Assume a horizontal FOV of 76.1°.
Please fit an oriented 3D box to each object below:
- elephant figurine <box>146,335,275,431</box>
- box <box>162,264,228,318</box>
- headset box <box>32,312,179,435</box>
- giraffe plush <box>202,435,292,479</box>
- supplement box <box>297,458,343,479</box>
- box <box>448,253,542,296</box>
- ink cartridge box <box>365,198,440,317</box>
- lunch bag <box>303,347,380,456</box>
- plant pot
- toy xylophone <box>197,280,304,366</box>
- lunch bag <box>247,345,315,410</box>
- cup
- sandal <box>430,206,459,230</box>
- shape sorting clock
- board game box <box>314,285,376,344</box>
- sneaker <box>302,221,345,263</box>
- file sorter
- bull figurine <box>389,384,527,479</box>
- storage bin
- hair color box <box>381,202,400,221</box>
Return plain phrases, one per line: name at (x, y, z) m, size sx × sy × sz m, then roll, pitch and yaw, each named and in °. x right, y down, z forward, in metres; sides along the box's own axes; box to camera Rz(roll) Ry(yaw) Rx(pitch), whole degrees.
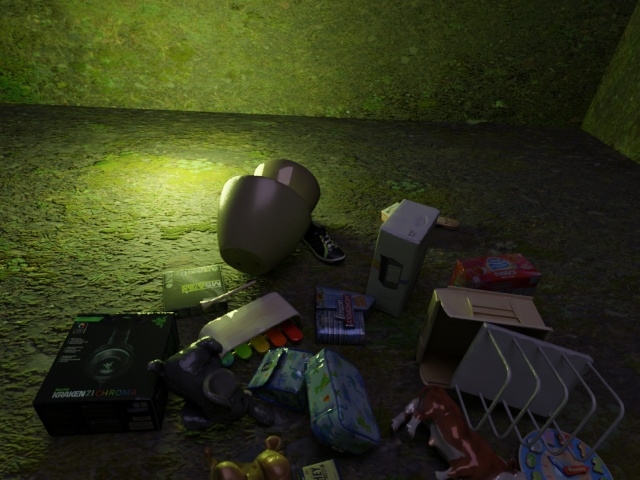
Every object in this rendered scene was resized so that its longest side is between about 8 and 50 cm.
elephant figurine at (-0.242, 0.353, 0.941) m, size 0.186 × 0.169 × 0.239 m, roll -30°, pitch 61°, yaw -23°
box at (-0.401, 0.160, 1.304) m, size 0.190 × 0.045 × 0.184 m, roll -7°, pitch 35°, yaw -16°
headset box at (-0.498, 0.309, 1.010) m, size 0.246 × 0.131 × 0.283 m, roll 1°, pitch 35°, yaw -7°
giraffe plush at (-0.127, 0.489, 0.815) m, size 0.170 × 0.181 × 0.210 m, roll -4°, pitch 1°, yaw -30°
supplement box at (-0.001, 0.506, 0.841) m, size 0.083 × 0.083 × 0.056 m, roll -7°, pitch 36°, yaw -15°
box at (0.588, 0.137, 1.391) m, size 0.256 × 0.128 × 0.123 m, roll -5°, pitch 37°, yaw -13°
ink cartridge box at (0.258, 0.054, 1.311) m, size 0.131 × 0.306 × 0.226 m, roll 21°, pitch 38°, yaw 21°
lunch bag at (0.049, 0.379, 0.961) m, size 0.176 × 0.090 × 0.219 m, roll 39°, pitch 21°, yaw -35°
plant pot at (-0.159, -0.146, 1.590) m, size 0.284 × 0.284 × 0.191 m, roll 11°, pitch 50°, yaw 8°
toy xylophone at (-0.210, 0.236, 1.190) m, size 0.322 × 0.081 × 0.236 m, roll -17°, pitch 41°, yaw -28°
lunch bag at (-0.097, 0.346, 1.051) m, size 0.151 × 0.096 × 0.129 m, roll 2°, pitch 36°, yaw 23°
cup at (-0.218, -0.023, 1.395) m, size 0.331 × 0.331 × 0.237 m, roll 11°, pitch 57°, yaw 8°
sandal at (0.480, -0.107, 1.758) m, size 0.240 × 0.079 × 0.088 m, roll 9°, pitch 36°, yaw 5°
shape sorting clock at (0.556, 0.525, 0.923) m, size 0.206 × 0.040 × 0.206 m, roll 3°, pitch 35°, yaw -2°
board game box at (0.080, 0.227, 1.261) m, size 0.194 × 0.060 × 0.194 m, roll 2°, pitch 36°, yaw -4°
sneaker at (0.000, 0.000, 1.532) m, size 0.084 × 0.097 × 0.234 m, roll -26°, pitch 46°, yaw -35°
file sorter at (0.478, 0.348, 0.922) m, size 0.277 × 0.193 × 0.173 m, roll 18°, pitch 23°, yaw -5°
bull figurine at (0.304, 0.471, 0.913) m, size 0.188 × 0.101 × 0.310 m, roll -14°, pitch 40°, yaw -23°
storage bin at (0.407, 0.266, 1.074) m, size 0.260 × 0.262 × 0.123 m, roll 7°, pitch 35°, yaw 3°
hair color box at (0.345, -0.085, 1.720) m, size 0.093 × 0.053 × 0.167 m, roll -29°, pitch 48°, yaw -19°
